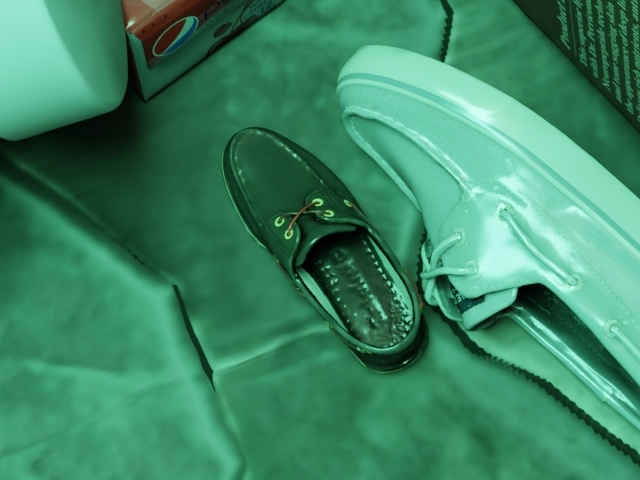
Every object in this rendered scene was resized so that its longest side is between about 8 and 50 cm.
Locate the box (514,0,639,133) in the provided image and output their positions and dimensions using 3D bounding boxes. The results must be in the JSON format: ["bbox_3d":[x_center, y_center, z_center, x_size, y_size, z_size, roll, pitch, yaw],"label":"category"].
[{"bbox_3d":[0.182,-0.146,0.702,0.167,0.168,0.203,-31,58,-9],"label":"box"}]

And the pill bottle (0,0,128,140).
[{"bbox_3d":[-0.294,-0.083,0.650,0.408,0.229,0.229,-14,73,6],"label":"pill bottle"}]

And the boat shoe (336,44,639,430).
[{"bbox_3d":[0.087,0.006,0.728,0.227,0.079,0.081,38,72,7],"label":"boat shoe"}]

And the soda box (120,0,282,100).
[{"bbox_3d":[-0.129,-0.197,0.788,0.092,0.083,0.263,-38,77,-10],"label":"soda box"}]

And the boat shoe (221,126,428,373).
[{"bbox_3d":[0.002,-0.001,0.751,0.049,0.042,0.133,-34,75,-7],"label":"boat shoe"}]
